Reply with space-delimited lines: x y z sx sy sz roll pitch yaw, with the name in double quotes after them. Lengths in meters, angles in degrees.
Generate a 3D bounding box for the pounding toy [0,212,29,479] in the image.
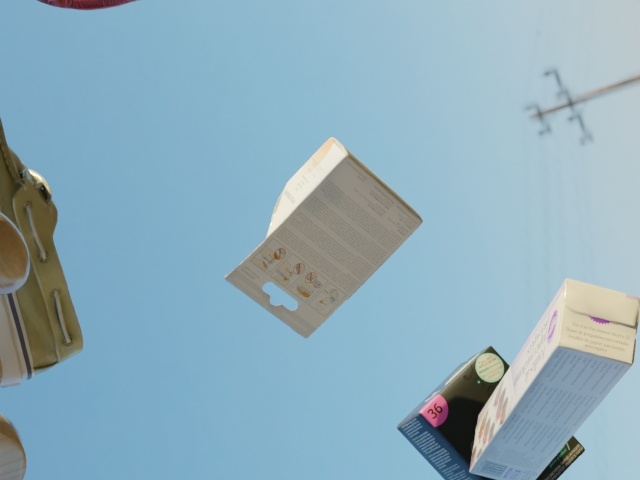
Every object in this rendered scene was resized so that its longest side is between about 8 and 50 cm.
-0.259 0.074 0.800 0.155 0.269 0.154 67 -173 34 "pounding toy"

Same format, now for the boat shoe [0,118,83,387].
-0.275 -0.018 1.262 0.109 0.094 0.302 33 136 51 "boat shoe"

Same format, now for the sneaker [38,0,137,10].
-0.120 -0.172 0.761 0.128 0.221 0.087 -9 -62 -49 "sneaker"

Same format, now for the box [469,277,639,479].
0.198 0.134 1.288 0.324 0.067 0.063 104 179 -62 "box"

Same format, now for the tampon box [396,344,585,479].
0.192 0.224 1.667 0.161 0.120 0.101 47 158 3 "tampon box"

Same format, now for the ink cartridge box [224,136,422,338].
0.000 0.000 1.521 0.145 0.179 0.045 39 -169 -41 "ink cartridge box"
